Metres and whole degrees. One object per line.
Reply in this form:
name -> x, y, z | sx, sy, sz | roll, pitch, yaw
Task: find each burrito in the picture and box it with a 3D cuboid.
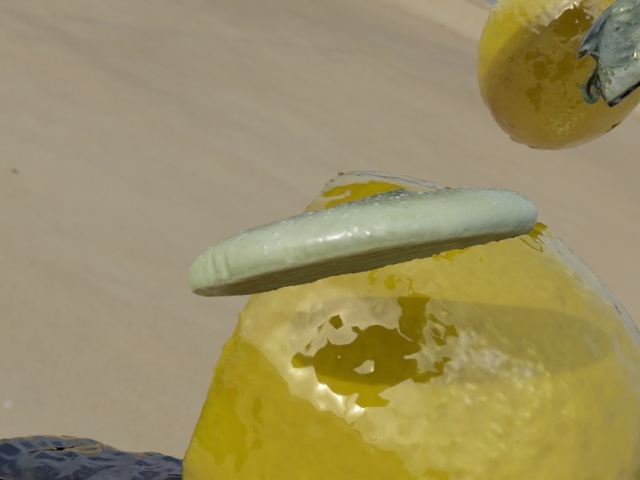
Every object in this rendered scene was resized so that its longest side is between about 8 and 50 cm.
burrito -> 0.390, -0.268, 1.251 | 0.096, 0.309, 0.066 | 47, 4, 40

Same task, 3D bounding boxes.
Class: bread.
bread -> 0.001, -0.001, 0.592 | 0.193, 0.036, 0.112 | -15, -7, 31

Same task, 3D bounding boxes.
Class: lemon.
lemon -> 0.322, -0.246, 1.507 | 0.236, 0.263, 0.236 | 40, 8, -7
lemon -> 0.094, 0.141, 0.880 | 0.364, 0.364, 0.364 | 23, 17, -7

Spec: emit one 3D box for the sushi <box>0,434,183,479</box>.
sushi -> -0.239, 0.357, 1.229 | 0.294, 0.299, 0.281 | 7, 23, 25
